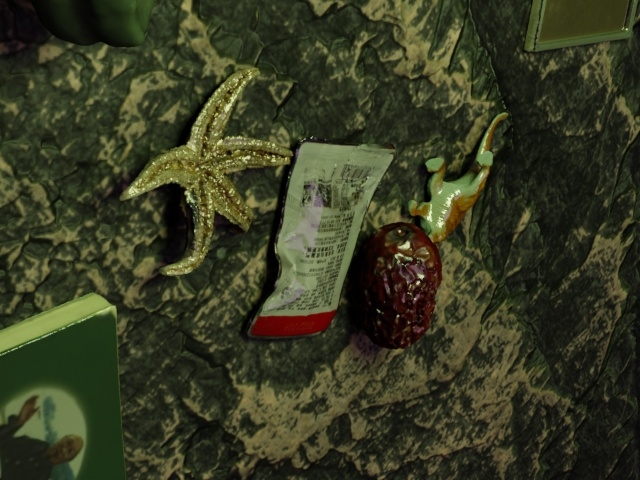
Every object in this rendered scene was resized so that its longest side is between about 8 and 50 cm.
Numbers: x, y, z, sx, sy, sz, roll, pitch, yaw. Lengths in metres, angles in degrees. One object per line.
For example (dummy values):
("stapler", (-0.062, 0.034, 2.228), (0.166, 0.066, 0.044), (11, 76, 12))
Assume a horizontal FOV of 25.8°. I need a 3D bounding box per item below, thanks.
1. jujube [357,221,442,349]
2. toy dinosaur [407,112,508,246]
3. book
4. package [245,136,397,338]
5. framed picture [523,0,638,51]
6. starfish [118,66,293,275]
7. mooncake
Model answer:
("jujube", (0.094, 0.059, 1.629), (0.104, 0.104, 0.166), (-32, 134, -32))
("toy dinosaur", (0.170, -0.049, 1.699), (0.212, 0.057, 0.142), (-34, 144, -29))
("book", (-0.345, 0.222, 1.304), (0.371, 0.043, 0.260), (-23, 129, -36))
("package", (0.000, 0.000, 1.557), (0.154, 0.030, 0.239), (0, 111, -49))
("framed picture", (0.347, -0.382, 1.730), (0.211, 0.020, 0.289), (-15, 122, -42))
("starfish", (-0.116, -0.070, 1.377), (0.238, 0.057, 0.213), (-1, 104, -51))
("mooncake", (-0.162, -0.238, 1.146), (0.175, 0.168, 0.104), (-31, 134, -13))
